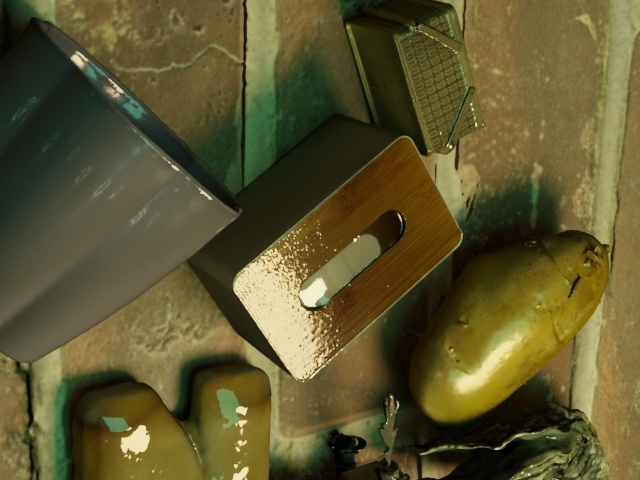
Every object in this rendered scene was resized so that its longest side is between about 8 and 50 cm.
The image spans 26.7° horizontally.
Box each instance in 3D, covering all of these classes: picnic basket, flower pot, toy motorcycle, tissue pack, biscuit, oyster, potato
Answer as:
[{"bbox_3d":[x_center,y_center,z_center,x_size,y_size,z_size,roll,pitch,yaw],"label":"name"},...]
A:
[{"bbox_3d":[0.102,-0.180,1.462,0.079,0.115,0.164,-28,118,-19],"label":"picnic basket"},{"bbox_3d":[-0.245,-0.034,1.237,0.243,0.265,0.265,-44,125,5],"label":"flower pot"},{"bbox_3d":[0.036,0.344,1.588,0.207,0.134,0.400,-12,113,-29],"label":"toy motorcycle"},{"bbox_3d":[0.001,0.001,1.448,0.246,0.136,0.159,-41,123,-13],"label":"tissue pack"},{"bbox_3d":[-0.162,0.284,1.489,0.237,0.062,0.290,-5,110,-31],"label":"biscuit"},{"bbox_3d":[0.253,0.273,1.671,0.351,0.162,0.158,10,98,-45],"label":"oyster"},{"bbox_3d":[0.223,0.095,1.615,0.300,0.140,0.173,-43,136,-7],"label":"potato"}]
